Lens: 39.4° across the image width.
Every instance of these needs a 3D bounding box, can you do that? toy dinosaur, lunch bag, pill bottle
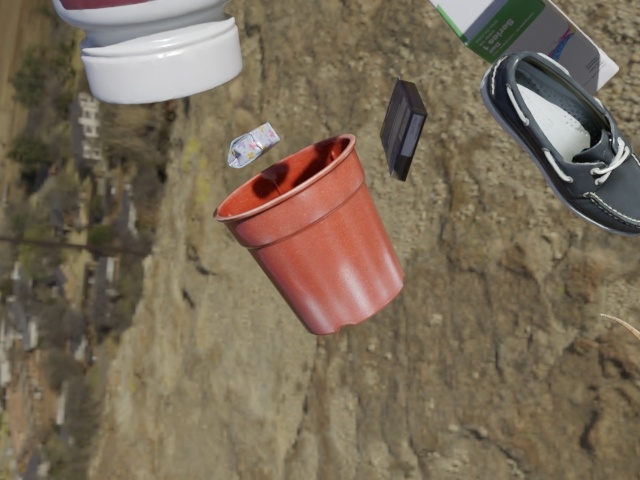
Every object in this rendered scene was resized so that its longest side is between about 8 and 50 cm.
[{"bbox_3d":[0.569,0.191,1.482,0.064,0.112,0.211,-42,52,-5],"label":"toy dinosaur"},{"bbox_3d":[-0.128,-0.170,1.626,0.083,0.071,0.053,-34,95,36],"label":"lunch bag"},{"bbox_3d":[-0.211,-0.369,1.011,0.224,0.224,0.392,35,139,54],"label":"pill bottle"}]

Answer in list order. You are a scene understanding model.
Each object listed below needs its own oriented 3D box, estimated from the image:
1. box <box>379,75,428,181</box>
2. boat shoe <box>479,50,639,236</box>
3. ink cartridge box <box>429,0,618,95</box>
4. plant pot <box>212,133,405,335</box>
[{"bbox_3d":[0.155,-0.219,1.700,0.225,0.036,0.136,-96,20,-63],"label":"box"},{"bbox_3d":[0.328,-0.117,1.130,0.114,0.302,0.091,-52,6,-8],"label":"boat shoe"},{"bbox_3d":[0.302,-0.333,1.380,0.117,0.278,0.201,-47,44,22],"label":"ink cartridge box"},{"bbox_3d":[0.000,0.000,1.532,0.272,0.272,0.265,-1,123,58],"label":"plant pot"}]
